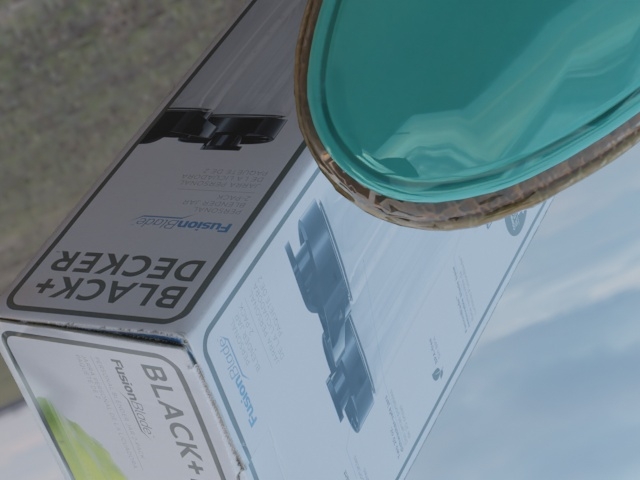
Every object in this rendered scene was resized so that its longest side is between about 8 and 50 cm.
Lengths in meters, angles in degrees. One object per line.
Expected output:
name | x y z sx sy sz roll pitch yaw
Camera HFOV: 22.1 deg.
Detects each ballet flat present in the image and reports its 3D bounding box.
ballet flat | 0.115 -0.151 0.448 0.342 0.116 0.124 -59 175 11

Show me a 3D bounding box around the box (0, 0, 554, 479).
box | 0.000 0.000 0.677 0.087 0.169 0.290 5 -137 29
